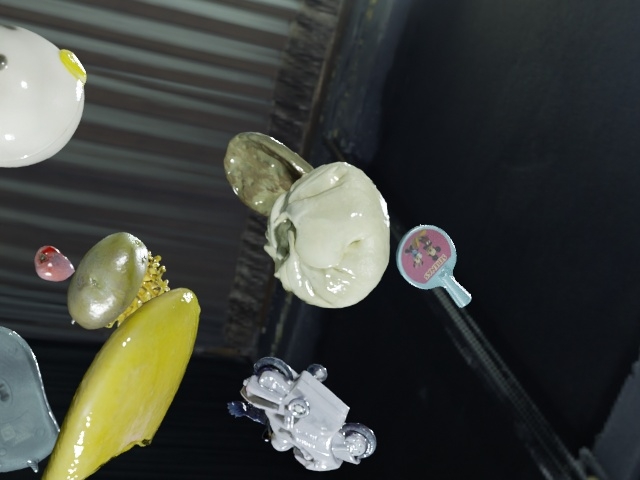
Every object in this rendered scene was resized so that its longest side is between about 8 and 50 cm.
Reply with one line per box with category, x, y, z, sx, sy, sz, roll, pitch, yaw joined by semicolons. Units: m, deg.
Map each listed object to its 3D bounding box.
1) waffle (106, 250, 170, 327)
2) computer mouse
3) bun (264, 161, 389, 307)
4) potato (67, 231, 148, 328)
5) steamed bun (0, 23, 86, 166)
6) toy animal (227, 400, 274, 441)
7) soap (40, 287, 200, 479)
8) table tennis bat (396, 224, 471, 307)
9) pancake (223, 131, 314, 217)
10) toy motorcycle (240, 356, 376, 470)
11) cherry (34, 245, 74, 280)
waffle;-0.535;0.134;2.549;0.051;0.228;0.232;-6;88;-71
computer mouse;-0.747;0.379;2.148;0.122;0.188;0.371;-5;-74;68
bun;0.000;0.000;1.568;0.259;0.160;0.259;17;-67;45
potato;-0.494;0.100;2.079;0.251;0.159;0.174;-50;169;5
steamed bun;-0.722;-0.330;2.043;0.334;0.374;0.334;20;90;-74
toy animal;-0.111;0.412;2.099;0.062;0.220;0.108;143;-51;-66
soap;-0.323;0.267;1.494;0.306;0.115;0.427;-27;147;-62
table tennis bat;0.287;0.071;2.229;0.153;0.244;0.040;-44;-165;-9
pancake;-0.105;-0.138;2.120;0.049;0.294;0.294;-50;-176;-30
toy motorcycle;-0.034;0.321;1.603;0.171;0.260;0.110;-49;-175;31
cherry;-0.809;0.077;2.713;0.087;0.126;0.106;-24;-147;18
